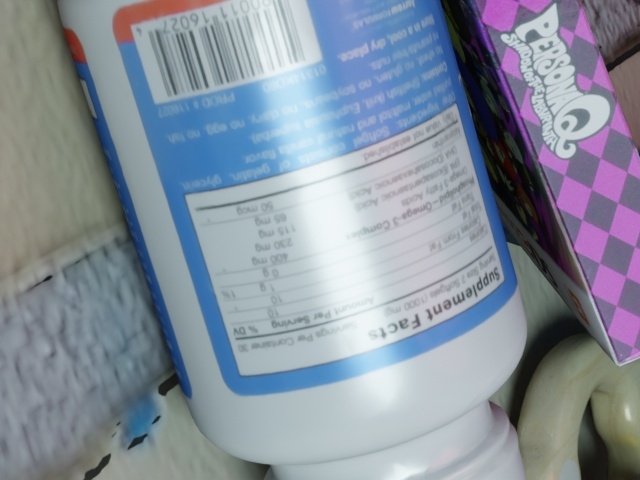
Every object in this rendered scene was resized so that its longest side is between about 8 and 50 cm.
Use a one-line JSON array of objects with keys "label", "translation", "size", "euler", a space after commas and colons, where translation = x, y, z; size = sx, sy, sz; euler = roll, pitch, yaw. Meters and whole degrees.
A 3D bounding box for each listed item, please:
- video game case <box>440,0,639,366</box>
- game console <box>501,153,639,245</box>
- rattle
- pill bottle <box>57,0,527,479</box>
[{"label": "video game case", "translation": [0.061, -0.092, 0.704], "size": [0.210, 0.041, 0.232], "euler": [-118, -177, -66]}, {"label": "game console", "translation": [0.231, 0.065, 0.898], "size": [0.293, 0.173, 0.250], "euler": [-15, 89, -57]}, {"label": "rattle", "translation": [0.177, 0.081, 0.873], "size": [0.130, 0.142, 0.200], "euler": [54, 45, -15]}, {"label": "pill bottle", "translation": [0.000, 0.000, 0.620], "size": [0.124, 0.124, 0.222], "euler": [-37, 115, -54]}]
